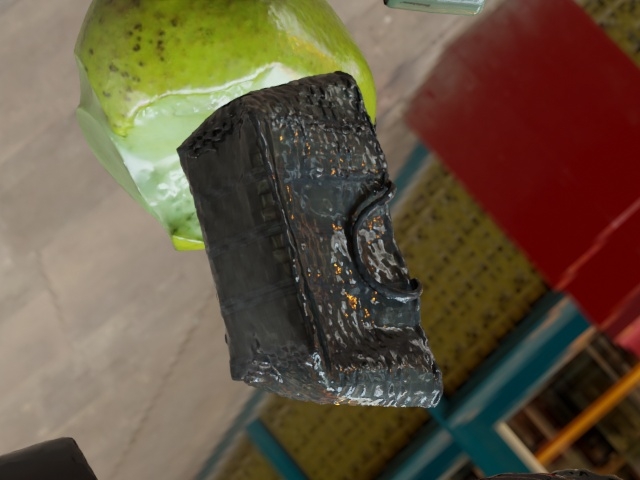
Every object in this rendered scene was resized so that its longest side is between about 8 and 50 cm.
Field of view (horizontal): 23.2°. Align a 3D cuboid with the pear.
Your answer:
[{"bbox_3d":[-0.096,-0.156,1.468,0.286,0.176,0.282,-23,132,-2],"label":"pear"}]

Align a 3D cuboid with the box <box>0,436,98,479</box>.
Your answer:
[{"bbox_3d":[-0.112,0.242,0.771,0.058,0.211,0.350,-19,158,-16],"label":"box"}]

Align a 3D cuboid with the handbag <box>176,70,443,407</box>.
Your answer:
[{"bbox_3d":[0.000,0.000,1.136,0.175,0.270,0.088,-4,166,-45],"label":"handbag"}]

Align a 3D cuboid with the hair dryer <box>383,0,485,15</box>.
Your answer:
[{"bbox_3d":[0.090,-0.208,1.067,0.071,0.047,0.150,2,155,-10],"label":"hair dryer"}]

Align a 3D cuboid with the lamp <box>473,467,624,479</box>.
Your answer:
[{"bbox_3d":[0.133,0.242,0.916,0.247,0.247,0.247,-38,167,-10],"label":"lamp"}]
